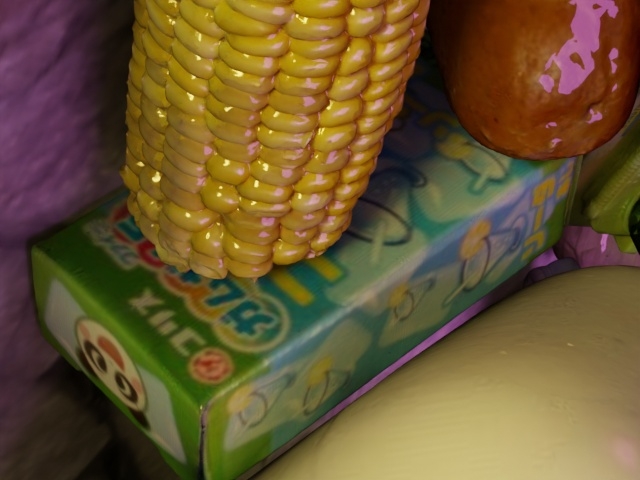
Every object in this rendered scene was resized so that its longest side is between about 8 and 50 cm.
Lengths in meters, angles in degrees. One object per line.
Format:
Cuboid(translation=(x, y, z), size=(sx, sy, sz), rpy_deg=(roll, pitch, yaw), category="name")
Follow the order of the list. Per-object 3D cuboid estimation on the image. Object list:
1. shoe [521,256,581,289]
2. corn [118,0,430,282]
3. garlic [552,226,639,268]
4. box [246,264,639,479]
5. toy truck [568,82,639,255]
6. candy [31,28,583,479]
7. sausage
Cuboid(translation=(0.118, 0.076, 0.851), size=(0.078, 0.079, 0.195), rpy_deg=(-6, 151, -5), category="shoe")
Cuboid(translation=(-0.008, -0.092, 0.412), size=(0.093, 0.093, 0.244), rpy_deg=(-30, 152, -33), category="corn")
Cuboid(translation=(0.189, -0.010, 0.826), size=(0.113, 0.074, 0.094), rpy_deg=(-19, 152, -21), category="garlic")
Cuboid(translation=(0.020, 0.150, 0.596), size=(0.349, 0.141, 0.288), rpy_deg=(-39, 171, 28), category="box")
Cuboid(translation=(0.148, -0.107, 0.561), size=(0.135, 0.128, 0.259), rpy_deg=(5, 142, -30), category="toy truck")
Cuboid(translation=(0.000, 0.000, 0.532), size=(0.194, 0.097, 0.062), rpy_deg=(-34, 150, -28), category="candy")
Cuboid(translation=(0.068, -0.155, 0.431), size=(0.076, 0.103, 0.302), rpy_deg=(-13, 138, -9), category="sausage")
